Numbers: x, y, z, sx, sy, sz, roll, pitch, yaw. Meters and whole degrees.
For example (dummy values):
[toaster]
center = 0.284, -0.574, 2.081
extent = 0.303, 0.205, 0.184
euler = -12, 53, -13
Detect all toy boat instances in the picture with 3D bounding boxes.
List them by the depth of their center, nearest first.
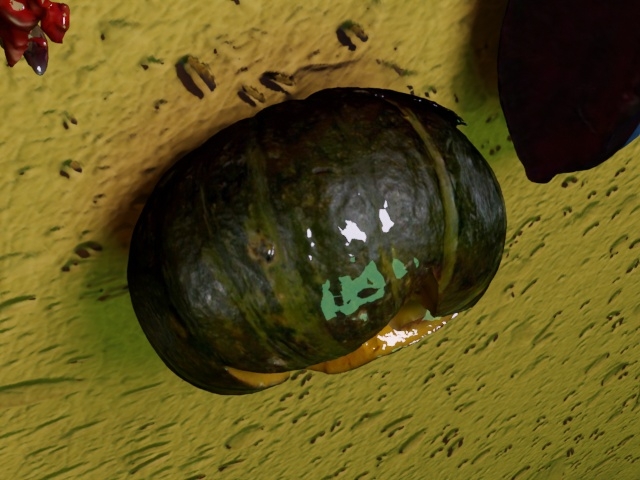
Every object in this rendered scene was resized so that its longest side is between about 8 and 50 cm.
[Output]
[toy boat]
center = 0.188, -0.154, 0.874
extent = 0.142, 0.129, 0.309
euler = -52, 162, -35

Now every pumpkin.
[pumpkin]
center = -0.002, -0.002, 0.841
extent = 0.238, 0.159, 0.238
euler = -26, 169, -5

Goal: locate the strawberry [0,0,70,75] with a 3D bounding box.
[strawberry]
center = -0.127, -0.172, 0.489
extent = 0.107, 0.175, 0.236
euler = 7, 128, -21
